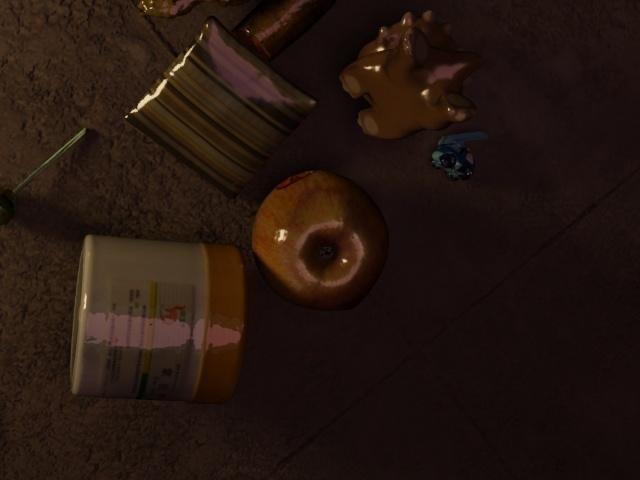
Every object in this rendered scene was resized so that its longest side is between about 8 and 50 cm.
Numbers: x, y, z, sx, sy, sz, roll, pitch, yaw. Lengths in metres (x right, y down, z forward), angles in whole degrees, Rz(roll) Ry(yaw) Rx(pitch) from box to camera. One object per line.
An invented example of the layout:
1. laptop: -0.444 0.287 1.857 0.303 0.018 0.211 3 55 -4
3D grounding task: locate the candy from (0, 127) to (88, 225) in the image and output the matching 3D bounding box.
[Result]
1. candy: -0.415 -0.096 1.461 0.202 0.061 0.061 -42 113 -9

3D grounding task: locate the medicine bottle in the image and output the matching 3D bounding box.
1. medicine bottle: -0.239 0.116 1.469 0.232 0.238 0.238 4 105 -16

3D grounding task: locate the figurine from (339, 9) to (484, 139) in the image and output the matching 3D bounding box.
1. figurine: 0.151 -0.245 1.464 0.173 0.247 0.177 -37 94 -25

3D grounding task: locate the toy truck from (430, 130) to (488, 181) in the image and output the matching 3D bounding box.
1. toy truck: 0.226 -0.144 1.621 0.073 0.056 0.090 36 82 -16

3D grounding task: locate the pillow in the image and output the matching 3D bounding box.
1. pillow: -0.146 -0.192 1.490 0.208 0.052 0.212 38 110 -19

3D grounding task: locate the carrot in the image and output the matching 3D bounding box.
1. carrot: -0.048 -0.333 1.469 0.173 0.082 0.082 -45 112 -2

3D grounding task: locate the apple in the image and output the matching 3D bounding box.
1. apple: 0.000 0.000 1.528 0.211 0.188 0.211 -3 104 -14

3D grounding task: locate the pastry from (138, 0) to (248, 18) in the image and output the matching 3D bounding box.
1. pastry: -0.158 -0.444 1.390 0.240 0.132 0.235 -12 118 -5
